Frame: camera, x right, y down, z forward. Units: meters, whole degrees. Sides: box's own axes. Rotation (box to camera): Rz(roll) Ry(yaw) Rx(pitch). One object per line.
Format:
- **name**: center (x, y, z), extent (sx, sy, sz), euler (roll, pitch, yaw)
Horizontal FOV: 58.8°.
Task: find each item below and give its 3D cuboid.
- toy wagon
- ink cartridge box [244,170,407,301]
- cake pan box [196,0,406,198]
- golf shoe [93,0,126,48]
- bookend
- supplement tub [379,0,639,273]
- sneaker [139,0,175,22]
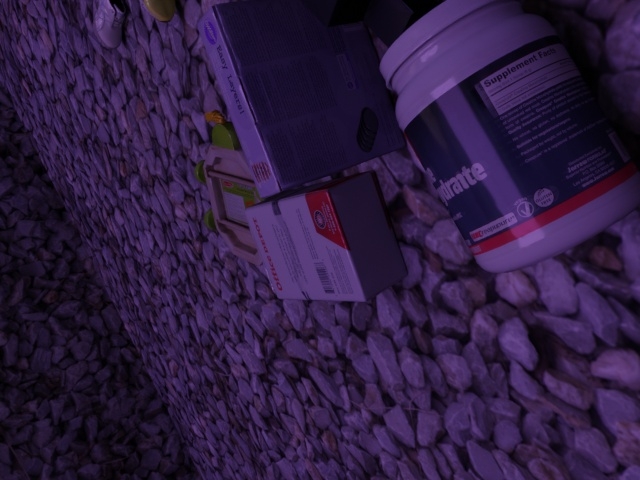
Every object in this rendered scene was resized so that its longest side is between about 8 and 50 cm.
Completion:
- **toy wagon**: center (-0.177, -0.115, 1.237), extent (0.267, 0.068, 0.344), euler (19, 125, 45)
- **ink cartridge box**: center (0.000, 0.000, 1.035), extent (0.273, 0.114, 0.197), euler (-6, 106, 53)
- **cake pan box**: center (-0.019, -0.221, 0.808), extent (0.070, 0.246, 0.267), euler (-10, 104, 54)
- **golf shoe**: center (-0.516, -0.558, 1.408), extent (0.086, 0.069, 0.176), euler (31, 135, 30)
- **bookend**: center (0.065, -0.308, 0.720), extent (0.156, 0.157, 0.072), euler (53, 144, 18)
- **supplement tub**: center (0.203, -0.119, 0.628), extent (0.272, 0.191, 0.191), euler (61, 145, 4)
- **sneaker**: center (-0.325, -0.550, 1.147), extent (0.094, 0.081, 0.208), euler (24, 128, 41)
